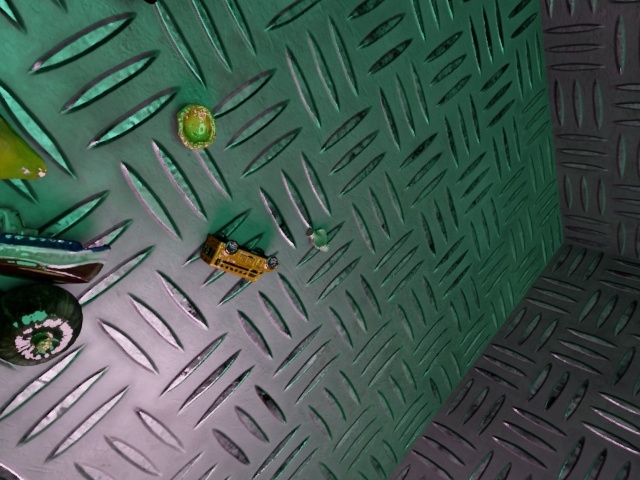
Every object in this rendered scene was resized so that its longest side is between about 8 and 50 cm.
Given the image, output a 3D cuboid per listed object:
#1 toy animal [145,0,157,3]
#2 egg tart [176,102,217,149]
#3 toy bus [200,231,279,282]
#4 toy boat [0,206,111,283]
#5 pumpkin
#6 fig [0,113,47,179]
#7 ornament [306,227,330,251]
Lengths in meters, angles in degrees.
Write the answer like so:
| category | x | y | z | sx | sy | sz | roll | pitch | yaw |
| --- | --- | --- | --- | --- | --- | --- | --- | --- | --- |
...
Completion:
| category | x | y | z | sx | sy | sz | roll | pitch | yaw |
| --- | --- | --- | --- | --- | --- | --- | --- | --- | --- |
| toy animal | -0.369 | -0.537 | 0.756 | 0.235 | 0.187 | 0.165 | 13 | 86 | -45 |
| egg tart | -0.283 | -0.258 | 1.023 | 0.105 | 0.039 | 0.105 | -14 | 113 | -37 |
| toy bus | -0.204 | 0.049 | 1.164 | 0.194 | 0.083 | 0.088 | 25 | 91 | -40 |
| toy boat | -0.535 | 0.011 | 0.858 | 0.262 | 0.114 | 0.115 | 18 | 60 | -42 |
| pumpkin | -0.551 | 0.161 | 0.873 | 0.167 | 0.125 | 0.167 | -7 | 108 | -22 |
| fig | -0.577 | -0.164 | 0.724 | 0.275 | 0.206 | 0.206 | 13 | 95 | -56 |
| ornament | -0.002 | -0.001 | 1.350 | 0.068 | 0.041 | 0.092 | -49 | 121 | -47 |
